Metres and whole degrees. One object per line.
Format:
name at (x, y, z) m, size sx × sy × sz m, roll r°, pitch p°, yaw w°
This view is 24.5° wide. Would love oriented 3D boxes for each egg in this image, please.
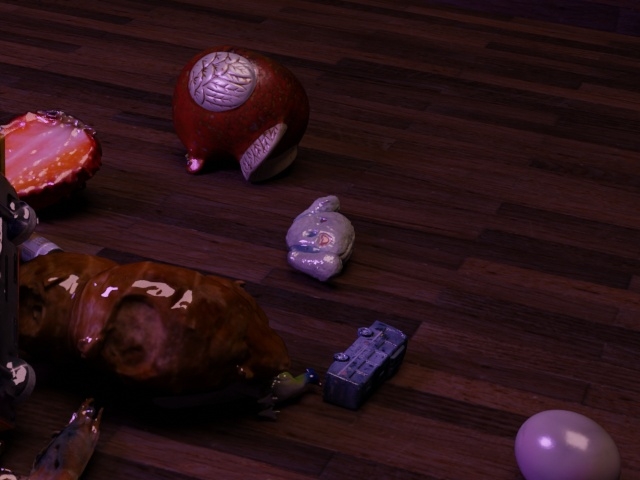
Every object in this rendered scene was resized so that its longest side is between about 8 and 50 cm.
egg at (0.281, 0.248, 1.687) m, size 0.103 × 0.103 × 0.135 m, roll -14°, pitch 28°, yaw -35°

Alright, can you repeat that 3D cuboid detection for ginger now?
ginger at (-0.207, 0.105, 1.837) m, size 0.357 × 0.152 × 0.274 m, roll 9°, pitch -3°, yaw 33°

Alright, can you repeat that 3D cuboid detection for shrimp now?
shrimp at (-0.324, 0.245, 1.639) m, size 0.144 × 0.052 × 0.251 m, roll 9°, pitch 25°, yaw 15°

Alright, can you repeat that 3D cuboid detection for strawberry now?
strawberry at (-0.455, -0.098, 2.330) m, size 0.190 × 0.111 × 0.236 m, roll 35°, pitch 60°, yaw 31°

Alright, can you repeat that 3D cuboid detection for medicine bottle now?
medicine bottle at (-0.407, 0.017, 2.131) m, size 0.047 × 0.047 × 0.083 m, roll -17°, pitch 32°, yaw -40°

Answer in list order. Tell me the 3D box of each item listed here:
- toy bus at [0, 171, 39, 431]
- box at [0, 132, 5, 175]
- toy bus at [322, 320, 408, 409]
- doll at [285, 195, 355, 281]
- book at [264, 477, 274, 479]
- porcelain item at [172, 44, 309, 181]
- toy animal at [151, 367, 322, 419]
toy bus at (-0.429, 0.059, 1.723) m, size 0.153 × 0.143 × 0.329 m, roll -16°, pitch 60°, yaw 17°
box at (-0.580, -0.040, 2.044) m, size 0.084 × 0.192 × 0.301 m, roll 24°, pitch 31°, yaw 37°
toy bus at (0.058, 0.160, 1.908) m, size 0.065 × 0.047 × 0.166 m, roll 20°, pitch 29°, yaw 20°
doll at (0.000, 0.000, 2.223) m, size 0.104 × 0.071 × 0.214 m, roll -5°, pitch 32°, yaw 6°
book at (-0.076, 0.329, 1.530) m, size 0.161 × 0.026 × 0.231 m, roll -6°, pitch 27°, yaw -25°
porcelain item at (-0.151, -0.205, 2.531) m, size 0.253 × 0.253 × 0.253 m, roll 4°, pitch 24°, yaw -2°
toy animal at (-0.093, 0.193, 1.815) m, size 0.217 × 0.041 × 0.075 m, roll -10°, pitch 26°, yaw -21°
